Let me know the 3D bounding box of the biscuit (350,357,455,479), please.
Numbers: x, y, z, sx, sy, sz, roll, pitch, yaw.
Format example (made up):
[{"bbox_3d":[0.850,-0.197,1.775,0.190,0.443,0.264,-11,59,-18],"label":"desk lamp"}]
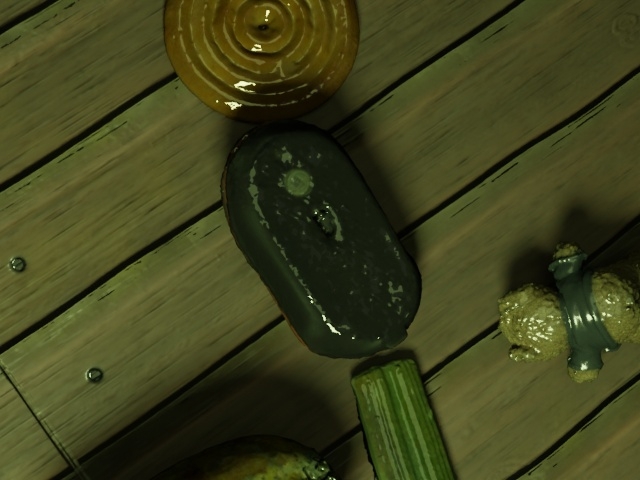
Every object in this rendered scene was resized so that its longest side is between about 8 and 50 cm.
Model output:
[{"bbox_3d":[0.123,0.308,1.961,0.099,0.038,0.322,-15,83,-16],"label":"biscuit"}]

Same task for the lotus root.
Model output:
[{"bbox_3d":[-0.115,0.368,1.805,0.346,0.250,0.250,-31,87,-15],"label":"lotus root"}]

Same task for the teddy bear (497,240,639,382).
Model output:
[{"bbox_3d":[0.351,0.083,1.996,0.251,0.129,0.182,-13,81,-13],"label":"teddy bear"}]

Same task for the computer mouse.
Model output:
[{"bbox_3d":[-0.002,0.000,1.952,0.183,0.116,0.323,-32,94,-15],"label":"computer mouse"}]

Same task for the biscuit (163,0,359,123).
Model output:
[{"bbox_3d":[-0.073,-0.278,2.029,0.262,0.037,0.262,2,79,-10],"label":"biscuit"}]
